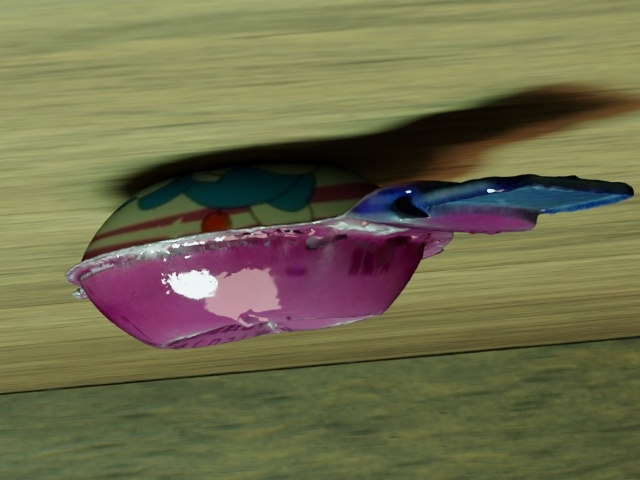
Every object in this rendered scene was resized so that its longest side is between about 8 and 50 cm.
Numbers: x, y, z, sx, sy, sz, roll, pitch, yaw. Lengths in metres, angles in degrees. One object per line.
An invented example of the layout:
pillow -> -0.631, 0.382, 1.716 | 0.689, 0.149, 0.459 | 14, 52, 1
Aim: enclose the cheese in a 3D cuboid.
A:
cheese -> 0.000, 0.000, 0.691 | 0.155, 0.062, 0.244 | 1, 169, -45
